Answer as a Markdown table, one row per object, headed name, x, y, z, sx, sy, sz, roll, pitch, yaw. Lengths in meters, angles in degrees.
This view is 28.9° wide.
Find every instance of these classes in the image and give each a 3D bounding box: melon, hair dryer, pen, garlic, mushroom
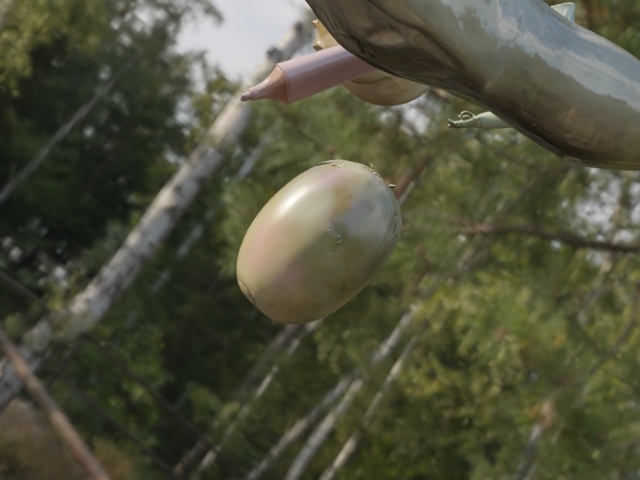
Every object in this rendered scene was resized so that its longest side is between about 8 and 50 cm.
| name | x | y | z | sx | sy | sz | roll | pitch | yaw |
| --- | --- | --- | --- | --- | --- | --- | --- | --- | --- |
| melon | 0.000 | 0.000 | 2.123 | 0.223 | 0.317 | 0.223 | 46 | -3 | 3 |
| hair dryer | 0.300 | -0.231 | 1.894 | 0.075 | 0.237 | 0.206 | -10 | 83 | -77 |
| pen | -0.002 | -0.194 | 1.437 | 0.032 | 0.197 | 0.053 | 58 | -20 | 35 |
| garlic | 0.104 | -0.292 | 1.789 | 0.184 | 0.203 | 0.281 | 58 | 9 | -5 |
| mushroom | 0.110 | -0.123 | 0.769 | 0.351 | 0.097 | 0.109 | 25 | -18 | -31 |
